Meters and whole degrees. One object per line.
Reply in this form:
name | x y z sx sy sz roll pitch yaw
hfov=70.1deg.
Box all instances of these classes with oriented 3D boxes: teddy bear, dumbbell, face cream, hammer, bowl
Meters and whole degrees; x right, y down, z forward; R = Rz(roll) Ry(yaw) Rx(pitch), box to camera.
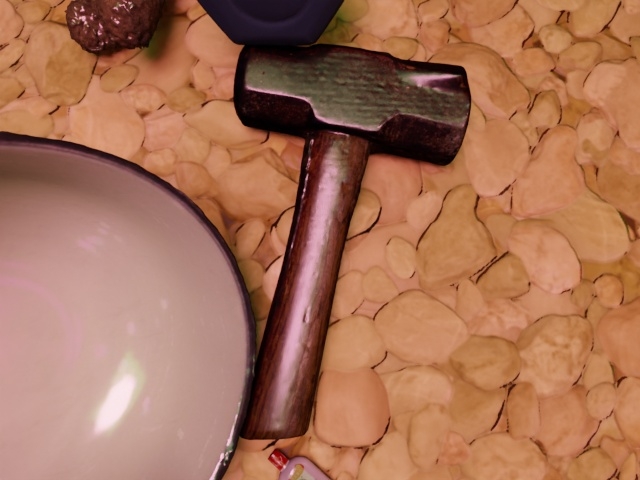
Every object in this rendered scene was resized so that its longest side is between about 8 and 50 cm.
teddy bear | -0.214 -0.328 0.500 0.181 0.129 0.252 5 102 40
dumbbell | -0.045 -0.350 0.457 0.143 0.156 0.317 16 57 -27
face cream | -0.017 0.239 0.449 0.083 0.021 0.040 39 81 7
hammer | 0.000 0.000 0.462 0.242 0.095 0.410 12 82 1
bowl | -0.243 0.102 0.355 0.185 0.353 0.355 6 75 45
